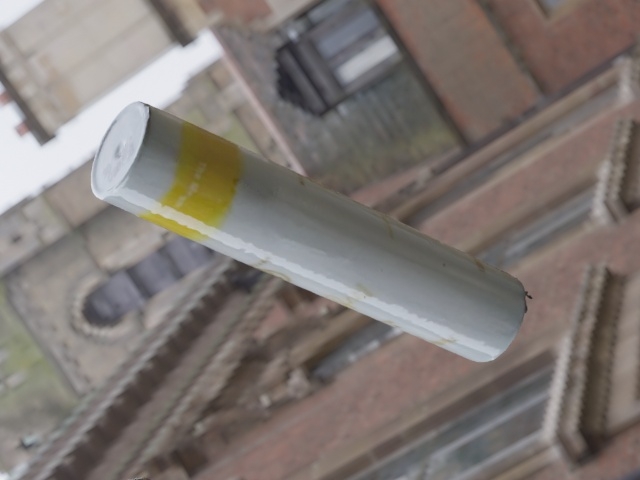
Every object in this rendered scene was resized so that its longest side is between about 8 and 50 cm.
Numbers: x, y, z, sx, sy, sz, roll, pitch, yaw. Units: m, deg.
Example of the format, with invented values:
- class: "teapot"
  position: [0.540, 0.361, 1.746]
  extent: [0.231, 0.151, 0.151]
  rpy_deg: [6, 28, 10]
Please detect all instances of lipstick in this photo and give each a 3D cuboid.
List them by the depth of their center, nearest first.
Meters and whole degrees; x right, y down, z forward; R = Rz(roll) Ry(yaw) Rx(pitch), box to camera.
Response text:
- class: "lipstick"
  position: [0.000, 0.000, 0.963]
  extent: [0.264, 0.059, 0.059]
  rpy_deg: [25, -146, -29]

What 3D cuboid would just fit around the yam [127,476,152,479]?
- class: "yam"
  position: [-0.089, 0.105, 0.610]
  extent: [0.021, 0.021, 0.116]
  rpy_deg: [60, -153, 5]
